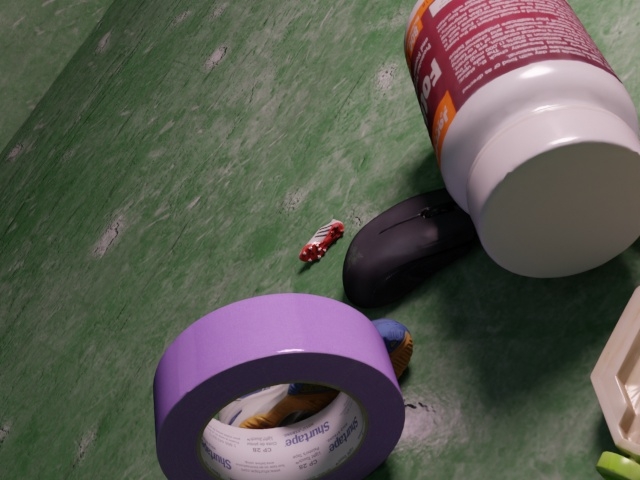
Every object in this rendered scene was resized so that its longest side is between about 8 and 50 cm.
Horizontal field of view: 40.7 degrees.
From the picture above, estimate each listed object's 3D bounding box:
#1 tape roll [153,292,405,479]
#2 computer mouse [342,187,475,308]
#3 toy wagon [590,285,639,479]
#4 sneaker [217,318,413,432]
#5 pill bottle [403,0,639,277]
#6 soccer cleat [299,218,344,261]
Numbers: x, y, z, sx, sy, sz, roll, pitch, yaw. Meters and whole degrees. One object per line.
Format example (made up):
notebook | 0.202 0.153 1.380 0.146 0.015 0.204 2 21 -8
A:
tape roll | -0.048 0.188 0.969 0.275 0.275 0.090 -35 40 16
computer mouse | 0.127 -0.017 1.148 0.272 0.072 0.188 -37 39 14
toy wagon | 0.408 0.134 0.743 0.344 0.068 0.267 17 70 49
sneaker | -0.021 0.165 1.100 0.296 0.112 0.131 -33 38 16
pill bottle | 0.237 -0.155 1.026 0.224 0.224 0.392 -32 37 20
soccer cleat | 0.000 0.000 1.295 0.083 0.029 0.035 -43 29 1
